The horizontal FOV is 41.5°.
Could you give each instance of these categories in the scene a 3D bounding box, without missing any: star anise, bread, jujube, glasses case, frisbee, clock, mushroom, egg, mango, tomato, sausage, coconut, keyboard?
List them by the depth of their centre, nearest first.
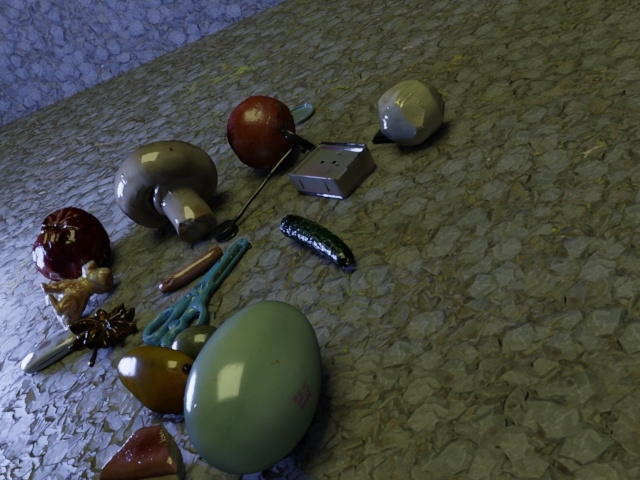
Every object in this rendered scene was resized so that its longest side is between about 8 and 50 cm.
[{"bbox_3d":[-0.112,0.246,1.497,0.229,0.230,0.371,-15,29,24],"label":"egg"},{"bbox_3d":[-0.319,0.411,1.592,0.192,0.067,0.119,-12,42,31],"label":"bread"},{"bbox_3d":[-0.335,0.284,1.731,0.253,0.139,0.113,-1,20,45],"label":"mango"},{"bbox_3d":[-0.543,0.230,2.041,0.177,0.073,0.234,0,25,29],"label":"star anise"},{"bbox_3d":[0.222,-0.316,2.121,0.162,0.161,0.161,-43,32,-18],"label":"coconut"},{"bbox_3d":[-0.326,0.075,2.126,0.186,0.043,0.043,-33,30,-4],"label":"sausage"},{"bbox_3d":[-0.680,0.278,2.128,0.164,0.041,0.063,-31,33,0],"label":"glasses case"},{"bbox_3d":[0.027,-0.181,2.168,0.192,0.071,0.147,10,48,48],"label":"clock"},{"bbox_3d":[0.223,-0.339,2.281,0.093,0.025,0.230,-1,41,44],"label":"keyboard"},{"bbox_3d":[-0.410,-0.115,2.314,0.292,0.292,0.290,-29,59,3],"label":"mushroom"},{"bbox_3d":[-0.705,0.023,2.388,0.212,0.213,0.232,-27,25,5],"label":"jujube"},{"bbox_3d":[-0.171,-0.304,2.391,0.184,0.208,0.208,-13,34,21],"label":"tomato"},{"bbox_3d":[-0.068,-0.386,2.613,0.110,0.014,0.110,-22,32,15],"label":"frisbee"}]

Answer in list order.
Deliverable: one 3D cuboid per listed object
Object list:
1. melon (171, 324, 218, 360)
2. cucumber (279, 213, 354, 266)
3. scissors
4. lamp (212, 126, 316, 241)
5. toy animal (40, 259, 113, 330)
[{"bbox_3d":[-0.256,0.227,1.783,0.130,0.098,0.098,-16,33,32],"label":"melon"},{"bbox_3d":[0.000,0.000,1.933,0.067,0.068,0.293,-39,32,-15],"label":"cucumber"},{"bbox_3d":[-0.283,0.125,2.021,0.180,0.032,0.393,1,42,41],"label":"scissors"},{"bbox_3d":[-0.173,-0.164,2.245,0.371,0.108,0.130,-42,31,-6],"label":"lamp"},{"bbox_3d":[-0.618,0.157,2.239,0.185,0.104,0.184,-25,60,-26],"label":"toy animal"}]
